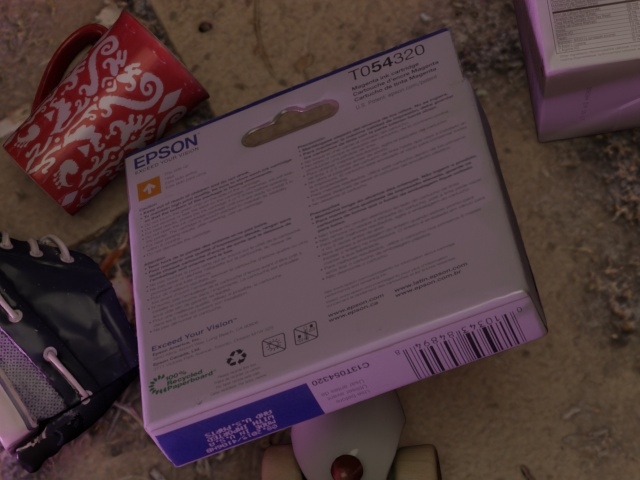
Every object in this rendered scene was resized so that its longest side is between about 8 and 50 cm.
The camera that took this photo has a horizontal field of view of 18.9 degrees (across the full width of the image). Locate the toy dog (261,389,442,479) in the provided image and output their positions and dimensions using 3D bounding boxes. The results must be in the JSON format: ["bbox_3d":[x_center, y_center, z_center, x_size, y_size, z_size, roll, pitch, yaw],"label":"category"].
[{"bbox_3d":[0.013,0.108,1.662,0.220,0.161,0.334,-24,75,-3],"label":"toy dog"}]

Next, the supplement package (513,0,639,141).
[{"bbox_3d":[0.272,-0.252,1.715,0.198,0.199,0.263,-8,75,2],"label":"supplement package"}]

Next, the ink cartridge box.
[{"bbox_3d":[0.000,0.000,1.612,0.324,0.071,0.330,-21,43,11],"label":"ink cartridge box"}]

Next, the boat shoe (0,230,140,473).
[{"bbox_3d":[-0.291,0.030,1.736,0.158,0.127,0.341,-33,84,-11],"label":"boat shoe"}]

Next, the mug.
[{"bbox_3d":[-0.205,-0.117,1.781,0.169,0.150,0.113,-46,113,-3],"label":"mug"}]
